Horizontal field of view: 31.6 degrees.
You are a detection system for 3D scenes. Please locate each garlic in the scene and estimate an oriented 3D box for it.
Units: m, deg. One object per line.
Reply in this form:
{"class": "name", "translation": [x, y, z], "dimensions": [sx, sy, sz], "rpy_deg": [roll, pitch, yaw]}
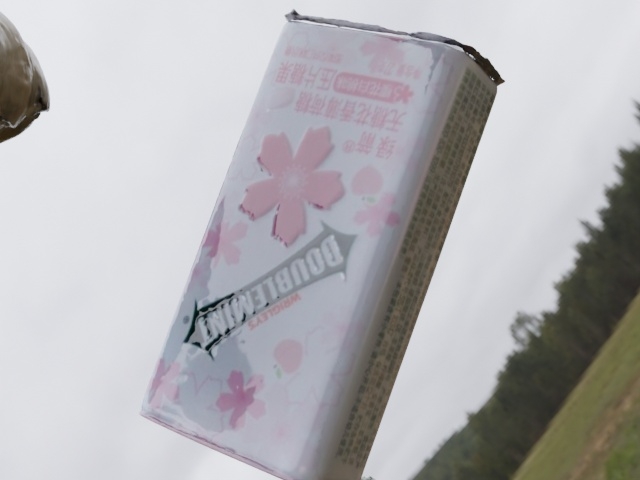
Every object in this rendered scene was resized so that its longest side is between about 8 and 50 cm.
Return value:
{"class": "garlic", "translation": [-0.538, -0.217, 1.541], "dimensions": [0.322, 0.322, 0.241], "rpy_deg": [106, 169, -58]}

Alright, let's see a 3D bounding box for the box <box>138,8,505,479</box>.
{"class": "box", "translation": [0.000, 0.000, 0.918], "dimensions": [0.112, 0.190, 0.369], "rpy_deg": [28, -101, -57]}

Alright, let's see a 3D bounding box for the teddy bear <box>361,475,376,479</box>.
{"class": "teddy bear", "translation": [0.067, 0.371, 1.396], "dimensions": [0.111, 0.133, 0.213], "rpy_deg": [-22, -41, -54]}
